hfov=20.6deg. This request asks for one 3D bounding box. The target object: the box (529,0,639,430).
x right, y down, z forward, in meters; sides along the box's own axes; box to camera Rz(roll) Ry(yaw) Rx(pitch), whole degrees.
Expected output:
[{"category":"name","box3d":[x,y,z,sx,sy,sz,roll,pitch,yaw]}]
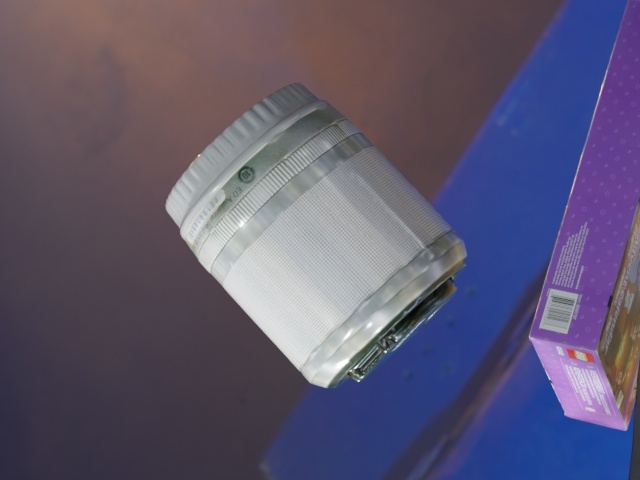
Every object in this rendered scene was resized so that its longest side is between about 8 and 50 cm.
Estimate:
[{"category":"box","box3d":[0.246,-0.017,1.405,0.057,0.293,0.201,12,162,20]}]

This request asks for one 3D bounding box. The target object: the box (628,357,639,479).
[{"category":"box","box3d":[0.426,0.246,1.006,0.480,0.472,0.297,14,168,-37]}]

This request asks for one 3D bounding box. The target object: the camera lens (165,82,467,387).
[{"category":"camera lens","box3d":[0.000,0.000,1.846,0.274,0.219,0.219,47,-167,7]}]
